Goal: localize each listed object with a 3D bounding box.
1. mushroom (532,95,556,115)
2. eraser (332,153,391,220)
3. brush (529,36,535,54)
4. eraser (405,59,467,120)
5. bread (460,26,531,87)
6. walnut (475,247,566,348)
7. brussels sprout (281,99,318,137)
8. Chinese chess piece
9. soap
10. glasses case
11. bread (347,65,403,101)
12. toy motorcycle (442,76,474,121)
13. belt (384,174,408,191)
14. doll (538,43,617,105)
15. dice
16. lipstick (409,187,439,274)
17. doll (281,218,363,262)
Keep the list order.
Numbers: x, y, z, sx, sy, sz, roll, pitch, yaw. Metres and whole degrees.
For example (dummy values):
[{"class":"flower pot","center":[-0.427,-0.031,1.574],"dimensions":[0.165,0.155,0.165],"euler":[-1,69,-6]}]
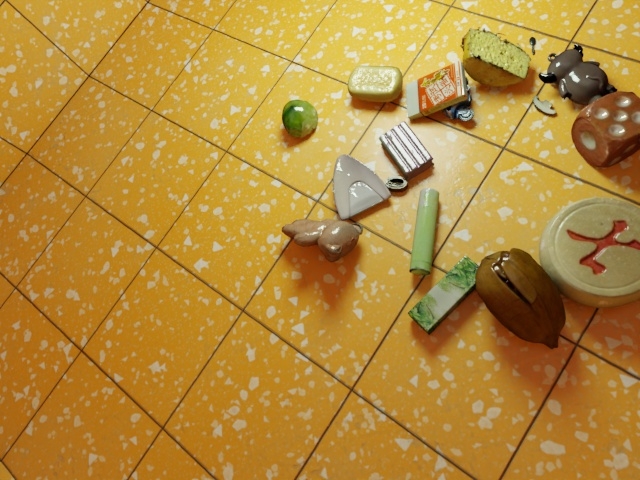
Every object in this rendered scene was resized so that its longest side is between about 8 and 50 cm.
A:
[{"class":"mushroom","center":[0.801,-0.481,1.731],"dimensions":[0.049,0.019,0.101],"euler":[-39,67,1]},{"class":"eraser","center":[0.128,-0.216,1.814],"dimensions":[0.204,0.059,0.244],"euler":[-25,69,7]},{"class":"brush","center":[0.805,-0.740,1.832],"dimensions":[0.024,0.008,0.083],"euler":[2,71,14]},{"class":"eraser","center":[0.432,-0.561,1.817],"dimensions":[0.230,0.038,0.157],"euler":[-16,63,35]},{"class":"bread","center":[0.622,-0.657,1.774],"dimensions":[0.260,0.147,0.160],"euler":[15,69,-14]},{"class":"walnut","center":[0.610,0.179,1.452],"dimensions":[0.209,0.209,0.336],"euler":[-33,85,3]},{"class":"brussels sprout","center":[-0.090,-0.503,1.952],"dimensions":[0.149,0.122,0.152],"euler":[-39,63,3]},{"class":"Chinese chess piece","center":[0.844,0.036,1.461],"dimensions":[0.337,0.140,0.338],"euler":[-6,68,15]},{"class":"soap","center":[0.318,-0.334,1.797],"dimensions":[0.122,0.065,0.203],"euler":[-31,65,4]},{"class":"glasses case","center":[0.417,0.180,1.580],"dimensions":[0.272,0.062,0.095],"euler":[-44,59,-3]},{"class":"bread","center":[0.218,-0.615,1.914],"dimensions":[0.217,0.098,0.147],"euler":[15,76,24]},{"class":"toy motorcycle","center":[0.510,-0.527,1.812],"dimensions":[0.114,0.076,0.205],"euler":[-11,67,21]},{"class":"belt","center":[0.280,-0.211,1.780],"dimensions":[0.083,0.036,0.059],"euler":[8,72,17]},{"class":"doll","center":[0.896,-0.567,1.681],"dimensions":[0.182,0.117,0.257],"euler":[-41,65,-2]},{"class":"dice","center":[0.943,-0.358,1.563],"dimensions":[0.179,0.174,0.175],"euler":[-29,64,0]},{"class":"lipstick","center":[0.361,-0.028,1.668],"dimensions":[0.076,0.076,0.305],"euler":[5,71,18]},{"class":"doll","center":[0.000,0.000,1.746],"dimensions":[0.303,0.156,0.201],"euler":[10,32,40]}]
